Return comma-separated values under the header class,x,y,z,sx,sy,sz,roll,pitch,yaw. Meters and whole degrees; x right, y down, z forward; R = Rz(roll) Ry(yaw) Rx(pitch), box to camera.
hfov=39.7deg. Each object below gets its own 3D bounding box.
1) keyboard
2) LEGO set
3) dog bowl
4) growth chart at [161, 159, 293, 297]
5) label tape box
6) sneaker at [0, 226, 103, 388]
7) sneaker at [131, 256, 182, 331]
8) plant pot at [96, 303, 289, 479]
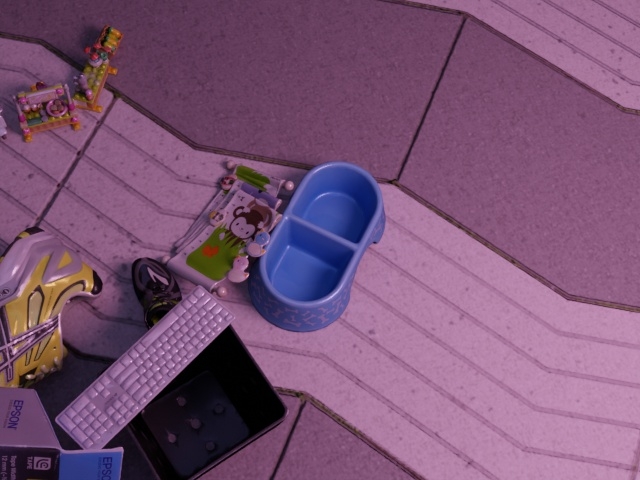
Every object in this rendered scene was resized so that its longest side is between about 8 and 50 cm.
class,x,y,z,sx,sy,sz,roll,pitch,yaw
keyboard,-0.224,0.164,1.150,0.072,0.014,0.256,41,67,13
LEGO set,-0.424,-0.268,1.463,0.287,0.107,0.132,-39,74,-20
dog bowl,0.000,0.000,1.402,0.165,0.074,0.297,26,66,6
growth chart,-0.141,-0.022,1.390,0.171,0.021,0.237,15,61,34
label tape box,-0.428,0.308,1.106,0.347,0.249,0.115,5,31,-12
sneaker,-0.445,0.168,1.242,0.147,0.145,0.385,28,71,-6
sneaker,-0.234,0.101,1.326,0.067,0.078,0.188,-18,63,-13
plant pot,-0.173,0.234,1.222,0.187,0.167,0.188,-31,71,-18
